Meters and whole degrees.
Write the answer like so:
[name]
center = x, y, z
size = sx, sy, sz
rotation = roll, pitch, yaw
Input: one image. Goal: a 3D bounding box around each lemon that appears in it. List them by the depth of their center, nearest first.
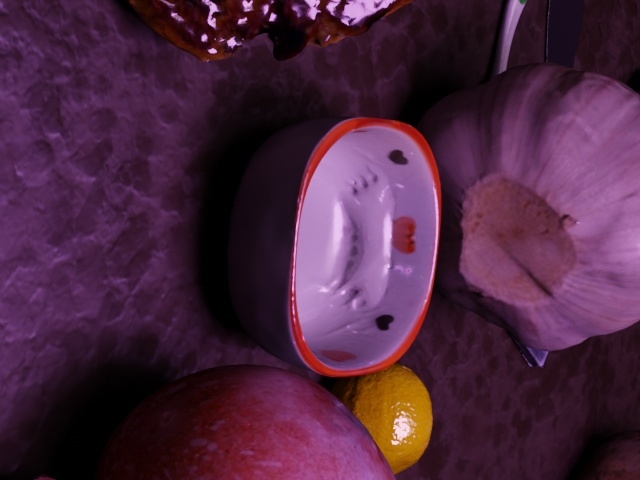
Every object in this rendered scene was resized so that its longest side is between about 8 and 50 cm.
[lemon]
center = 0.057, 0.180, 1.695
size = 0.109, 0.109, 0.133
rotation = 19, 66, -54

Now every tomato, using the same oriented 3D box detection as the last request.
[tomato]
center = -0.050, 0.224, 1.400
size = 0.227, 0.270, 0.270
rotation = -43, 144, 12

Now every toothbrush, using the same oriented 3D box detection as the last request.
[toothbrush]
center = 0.233, -0.314, 1.911
size = 0.042, 0.040, 0.418
rotation = 28, 69, -52

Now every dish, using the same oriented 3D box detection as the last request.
[dish]
center = 0.000, 0.000, 1.570
size = 0.256, 0.117, 0.256
rotation = -16, 110, -53

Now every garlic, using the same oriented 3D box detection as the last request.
[garlic]
center = 0.252, -0.036, 1.756
size = 0.259, 0.317, 0.317
rotation = -51, 136, -53

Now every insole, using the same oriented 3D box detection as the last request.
[insole]
center = 0.283, -0.218, 2.020
size = 0.086, 0.005, 0.253
rotation = 3, 94, -54

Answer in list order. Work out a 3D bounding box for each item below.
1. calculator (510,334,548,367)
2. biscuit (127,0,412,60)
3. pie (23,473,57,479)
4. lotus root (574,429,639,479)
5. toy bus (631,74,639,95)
[calculator]
center = 0.236, 0.022, 1.987
size = 0.261, 0.021, 0.161
rotation = 53, 56, -45
[biscuit]
center = -0.022, -0.294, 1.394
size = 0.334, 0.081, 0.289
rotation = -36, 125, 3
[pie]
center = -0.191, 0.295, 1.332
size = 0.054, 0.204, 0.218
rotation = -16, 131, -5
[lotus root]
center = 0.423, 0.355, 2.178
size = 0.272, 0.192, 0.272
rotation = -41, 140, -46
[toy bus]
center = 0.489, -0.071, 2.186
size = 0.288, 0.194, 0.232
rotation = 32, 79, -53
